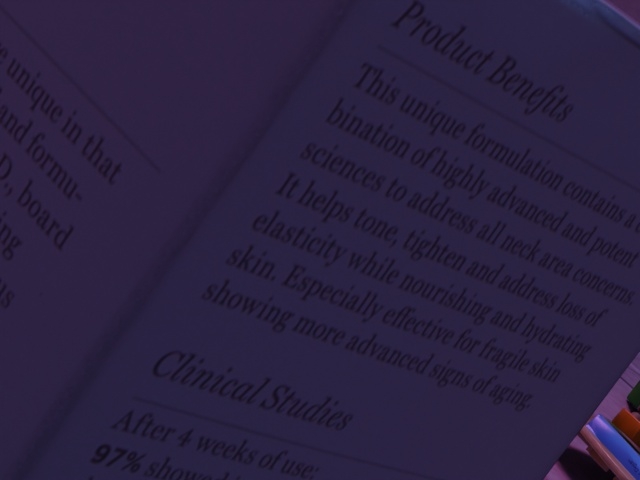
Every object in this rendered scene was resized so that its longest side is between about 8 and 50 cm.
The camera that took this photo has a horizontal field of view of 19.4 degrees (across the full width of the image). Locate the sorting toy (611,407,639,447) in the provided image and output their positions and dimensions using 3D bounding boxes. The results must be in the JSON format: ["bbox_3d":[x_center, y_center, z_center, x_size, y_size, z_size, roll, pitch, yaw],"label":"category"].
[{"bbox_3d":[0.403,0.256,1.881,0.229,0.041,0.307,44,2,34],"label":"sorting toy"}]

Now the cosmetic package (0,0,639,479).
[{"bbox_3d":[-0.067,-0.015,0.890,0.329,0.393,0.327,23,17,-50],"label":"cosmetic package"}]

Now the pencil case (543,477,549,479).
[{"bbox_3d":[0.129,0.217,1.114,0.386,0.167,0.160,34,50,-7],"label":"pencil case"}]

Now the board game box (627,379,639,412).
[{"bbox_3d":[0.479,0.241,2.137,0.242,0.064,0.316,36,3,2],"label":"board game box"}]

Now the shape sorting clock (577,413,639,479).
[{"bbox_3d":[0.311,0.236,1.822,0.206,0.040,0.206,46,4,-4],"label":"shape sorting clock"}]
